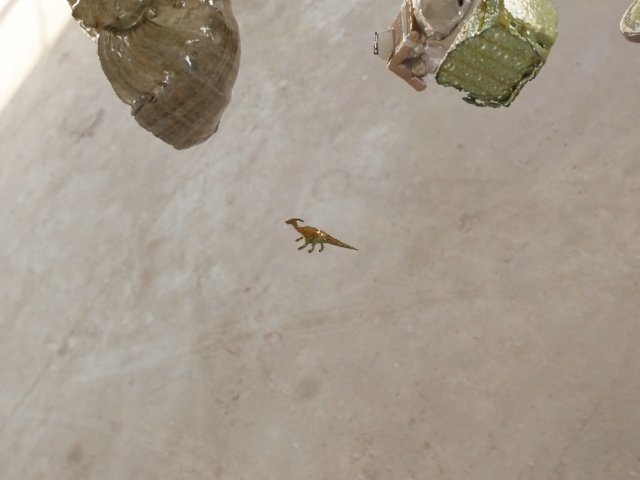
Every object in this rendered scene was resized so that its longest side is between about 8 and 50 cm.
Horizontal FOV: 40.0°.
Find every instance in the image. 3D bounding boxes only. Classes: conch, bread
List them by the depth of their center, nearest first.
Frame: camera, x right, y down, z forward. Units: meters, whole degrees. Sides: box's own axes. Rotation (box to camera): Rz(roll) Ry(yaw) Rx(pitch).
[{"bbox_3d":[0.203,-0.229,0.992,0.156,0.103,0.110,-33,34,66],"label":"bread"},{"bbox_3d":[-0.209,-0.295,1.304,0.210,0.352,0.297,-23,60,30],"label":"conch"}]

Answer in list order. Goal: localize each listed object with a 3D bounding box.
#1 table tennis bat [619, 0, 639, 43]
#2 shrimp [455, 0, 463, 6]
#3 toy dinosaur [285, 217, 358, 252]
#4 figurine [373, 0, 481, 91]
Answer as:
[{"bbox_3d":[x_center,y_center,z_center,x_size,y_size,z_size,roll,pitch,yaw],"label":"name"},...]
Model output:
[{"bbox_3d":[0.522,-0.352,1.116,0.310,0.038,0.200,-37,18,14],"label":"table tennis bat"},{"bbox_3d":[0.070,-0.396,1.011,0.287,0.185,0.068,34,78,29],"label":"shrimp"},{"bbox_3d":[-0.002,0.002,1.264,0.041,0.113,0.026,-63,1,26],"label":"toy dinosaur"},{"bbox_3d":[0.204,-0.363,1.466,0.237,0.141,0.162,-43,34,44],"label":"figurine"}]
